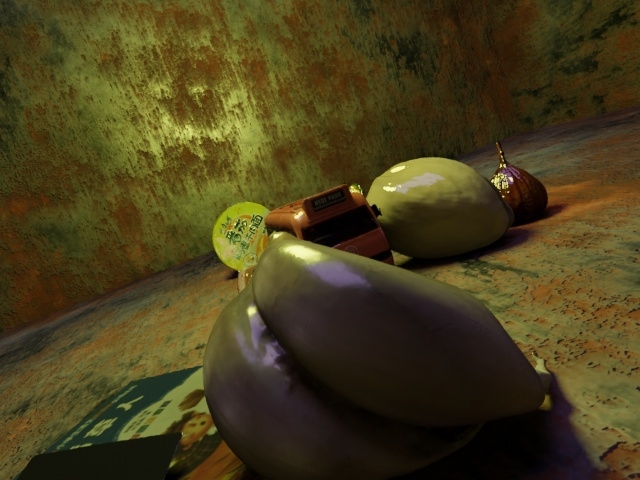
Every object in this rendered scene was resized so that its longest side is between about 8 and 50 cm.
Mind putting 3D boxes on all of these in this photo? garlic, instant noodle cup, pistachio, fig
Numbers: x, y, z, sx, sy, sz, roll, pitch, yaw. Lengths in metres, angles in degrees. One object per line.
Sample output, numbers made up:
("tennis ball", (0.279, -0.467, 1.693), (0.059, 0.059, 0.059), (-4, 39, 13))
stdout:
("garlic", (0.044, 0.133, 0.448), (0.340, 0.231, 0.246), (23, -2, 11))
("instant noodle cup", (-0.276, -0.010, 1.787), (0.264, 0.264, 0.200), (-21, 1, -4))
("pistachio", (0.256, -0.071, 1.031), (0.332, 0.226, 0.208), (4, 0, 22))
("fig", (0.456, -0.143, 1.100), (0.146, 0.201, 0.134), (-5, 6, 37))

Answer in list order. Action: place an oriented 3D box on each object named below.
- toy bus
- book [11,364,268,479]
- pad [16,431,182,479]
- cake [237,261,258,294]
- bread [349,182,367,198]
("toy bus", (0.000, 0.000, 1.117), (0.203, 0.233, 0.427), (-22, 8, -14))
("book", (-0.197, 0.255, 0.633), (0.428, 0.039, 0.300), (-17, 11, 21))
("pad", (-0.275, 0.295, 0.498), (0.265, 0.009, 0.159), (-18, 32, 23))
("cake", (-0.122, 0.144, 1.065), (0.116, 0.112, 0.295), (-23, 22, -4))
("bread", (0.099, -0.042, 1.499), (0.174, 0.251, 0.133), (-17, -34, 27))
